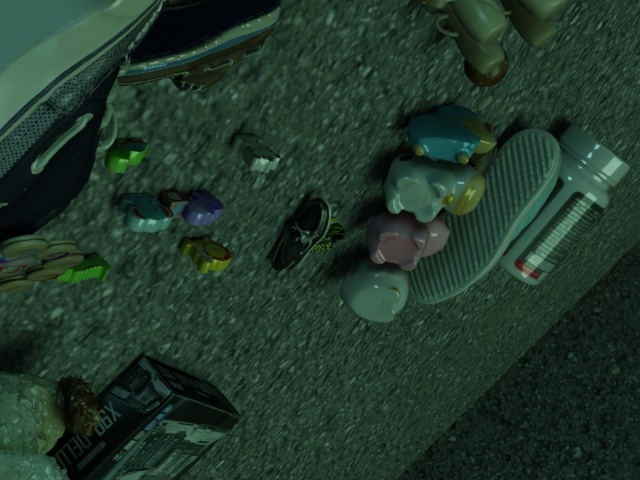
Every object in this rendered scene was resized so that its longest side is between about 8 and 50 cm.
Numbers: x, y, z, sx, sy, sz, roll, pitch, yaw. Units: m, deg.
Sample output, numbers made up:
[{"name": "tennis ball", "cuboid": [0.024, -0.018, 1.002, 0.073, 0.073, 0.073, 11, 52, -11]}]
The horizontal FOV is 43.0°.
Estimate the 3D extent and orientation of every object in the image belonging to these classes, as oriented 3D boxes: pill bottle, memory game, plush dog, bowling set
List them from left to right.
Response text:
[{"name": "plush dog", "cuboid": [-0.352, 0.193, 0.805, 0.262, 0.210, 0.225, -20, 172, 11]}, {"name": "memory game", "cuboid": [-0.293, 0.029, 0.682, 0.186, 0.012, 0.186, -15, 169, -3]}, {"name": "bowling set", "cuboid": [0.184, -0.277, 0.926, 0.287, 0.154, 0.200, -28, 168, -33]}, {"name": "pill bottle", "cuboid": [0.436, -0.068, 1.533, 0.283, 0.161, 0.161, -53, 153, 16]}]

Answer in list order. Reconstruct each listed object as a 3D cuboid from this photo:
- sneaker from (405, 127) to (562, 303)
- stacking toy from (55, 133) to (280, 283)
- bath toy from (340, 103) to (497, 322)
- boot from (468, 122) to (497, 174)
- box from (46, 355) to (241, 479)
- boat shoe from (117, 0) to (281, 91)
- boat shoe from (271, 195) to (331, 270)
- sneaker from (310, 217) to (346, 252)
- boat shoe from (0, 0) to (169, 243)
[{"name": "sneaker", "cuboid": [0.298, -0.027, 1.429, 0.366, 0.135, 0.150, -48, 157, 15]}, {"name": "stacking toy", "cuboid": [-0.155, -0.029, 0.859, 0.221, 0.052, 0.167, -10, 137, -49]}, {"name": "bath toy", "cuboid": [0.136, -0.030, 1.211, 0.151, 0.129, 0.348, 16, 125, -10]}, {"name": "boot", "cuboid": [0.261, -0.145, 1.312, 0.087, 0.042, 0.118, -23, 148, -49]}, {"name": "box", "cuboid": [-0.284, 0.315, 1.145, 0.307, 0.076, 0.242, -44, 154, -2]}, {"name": "boat shoe", "cuboid": [-0.109, -0.165, 0.709, 0.183, 0.066, 0.066, -28, 151, -31]}, {"name": "boat shoe", "cuboid": [-0.028, -0.007, 1.086, 0.038, 0.046, 0.125, -19, 153, -50]}, {"name": "sneaker", "cuboid": [0.000, 0.000, 1.143, 0.083, 0.035, 0.031, -36, 152, -17]}, {"name": "boat shoe", "cuboid": [-0.194, -0.129, 0.600, 0.340, 0.127, 0.158, -40, 162, 7]}]
